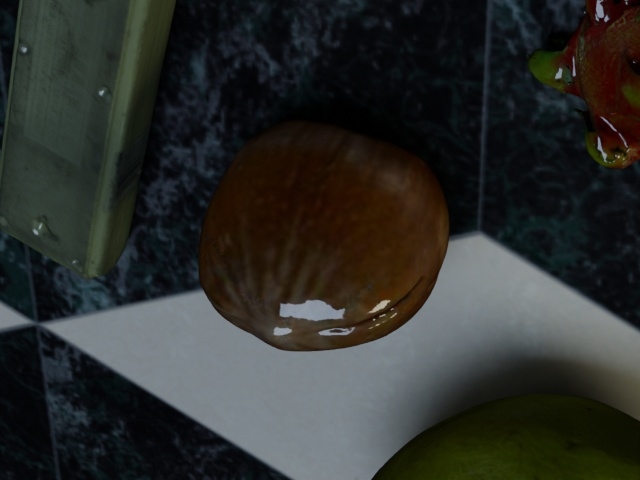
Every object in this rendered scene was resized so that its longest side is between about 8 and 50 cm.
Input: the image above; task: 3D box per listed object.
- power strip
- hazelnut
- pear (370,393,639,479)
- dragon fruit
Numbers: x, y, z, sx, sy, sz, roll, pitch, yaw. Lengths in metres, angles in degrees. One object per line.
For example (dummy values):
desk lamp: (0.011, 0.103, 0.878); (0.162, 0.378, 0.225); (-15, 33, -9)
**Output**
power strip: (-0.140, -0.133, 1.186); (0.092, 0.066, 0.387); (27, 135, 11)
hazelnut: (0.000, 0.000, 1.173); (0.150, 0.150, 0.150); (12, 130, 15)
pear: (0.132, 0.204, 1.230); (0.269, 0.212, 0.212); (-17, 118, 25)
dragon fruit: (0.205, -0.090, 1.044); (0.142, 0.175, 0.138); (-40, 117, 9)
